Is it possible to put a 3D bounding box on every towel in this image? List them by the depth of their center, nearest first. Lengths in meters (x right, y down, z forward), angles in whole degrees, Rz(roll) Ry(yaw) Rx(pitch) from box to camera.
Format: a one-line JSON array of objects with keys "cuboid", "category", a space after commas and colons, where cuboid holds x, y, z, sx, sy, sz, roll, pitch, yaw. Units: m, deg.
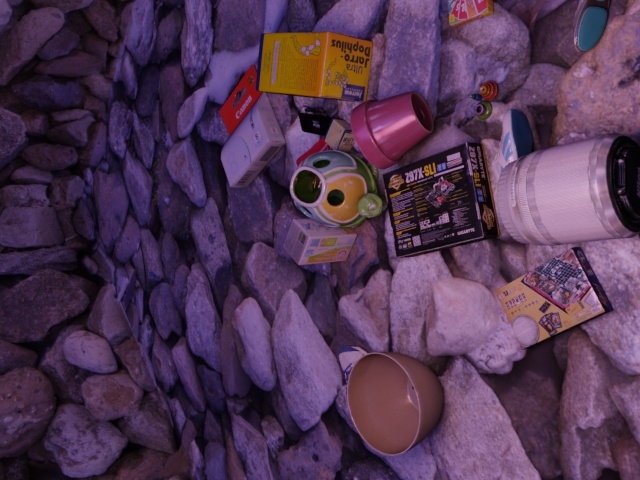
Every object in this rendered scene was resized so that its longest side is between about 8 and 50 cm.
[{"cuboid": [0.005, -0.195, 2.199, 0.199, 0.031, 0.275, -32, 69, 47], "category": "towel"}]

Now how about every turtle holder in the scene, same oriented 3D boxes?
[{"cuboid": [0.048, -0.137, 1.972, 0.243, 0.227, 0.320, -49, 62, 27], "category": "turtle holder"}]

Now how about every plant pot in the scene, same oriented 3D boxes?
[{"cuboid": [0.214, -0.329, 1.829, 0.180, 0.201, 0.201, -24, 74, 32], "category": "plant pot"}, {"cuboid": [0.239, 0.448, 1.834, 0.284, 0.191, 0.284, 3, 94, 50], "category": "plant pot"}]

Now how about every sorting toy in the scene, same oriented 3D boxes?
[{"cuboid": [0.422, -0.368, 1.677, 0.061, 0.042, 0.102, 36, 120, 43], "category": "sorting toy"}]

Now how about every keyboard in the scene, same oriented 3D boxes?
[{"cuboid": [-0.004, -0.414, 2.204, 0.192, 0.038, 0.100, 20, 131, 47], "category": "keyboard"}]

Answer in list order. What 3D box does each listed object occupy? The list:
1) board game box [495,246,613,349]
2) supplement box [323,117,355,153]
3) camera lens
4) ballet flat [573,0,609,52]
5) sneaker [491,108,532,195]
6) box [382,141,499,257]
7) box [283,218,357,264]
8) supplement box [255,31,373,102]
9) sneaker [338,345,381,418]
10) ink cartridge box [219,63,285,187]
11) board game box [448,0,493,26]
[{"cuboid": [0.556, 0.143, 1.550, 0.243, 0.042, 0.165, -40, 63, 44], "category": "board game box"}, {"cuboid": [0.066, -0.341, 2.093, 0.083, 0.056, 0.083, 48, 127, 37], "category": "supplement box"}, {"cuboid": [0.556, -0.103, 1.395, 0.274, 0.219, 0.219, -9, 86, 50], "category": "camera lens"}, {"cuboid": [0.609, -0.529, 1.438, 0.068, 0.072, 0.213, -122, 41, -68], "category": "ballet flat"}, {"cuboid": [0.471, -0.212, 1.596, 0.092, 0.087, 0.228, -6, 86, 52], "category": "sneaker"}, {"cuboid": [0.325, -0.103, 1.785, 0.322, 0.079, 0.257, -18, 77, 49], "category": "box"}, {"cuboid": [0.000, 0.000, 2.081, 0.103, 0.203, 0.114, 48, 128, 38], "category": "box"}, {"cuboid": [-0.028, -0.564, 2.086, 0.356, 0.194, 0.195, 20, 108, 47], "category": "supplement box"}, {"cuboid": [0.126, 0.449, 2.018, 0.296, 0.131, 0.112, 50, 130, 37], "category": "sneaker"}, {"cuboid": [-0.305, -0.447, 2.507, 0.308, 0.091, 0.385, -42, 62, 43], "category": "ink cartridge box"}, {"cuboid": [0.392, -0.713, 1.700, 0.124, 0.039, 0.259, -4, 87, 50], "category": "board game box"}]
